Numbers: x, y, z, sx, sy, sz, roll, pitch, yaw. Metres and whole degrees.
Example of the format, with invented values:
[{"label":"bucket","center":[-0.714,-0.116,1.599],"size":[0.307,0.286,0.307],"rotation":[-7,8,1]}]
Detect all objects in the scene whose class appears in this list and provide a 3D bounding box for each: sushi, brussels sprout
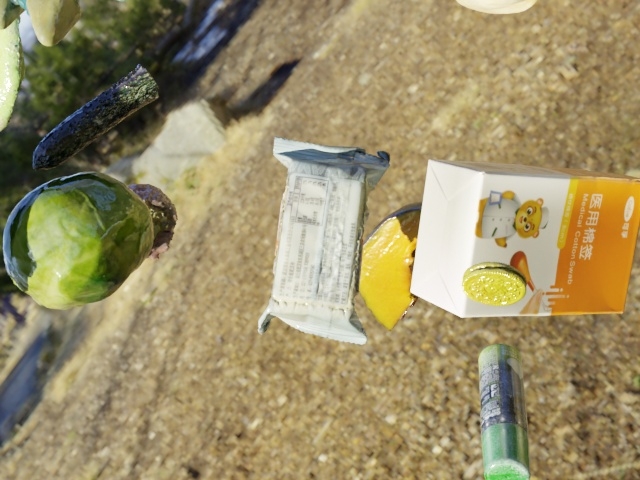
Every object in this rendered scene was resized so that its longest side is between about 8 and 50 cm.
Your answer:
[{"label":"sushi","center":[-0.412,-0.041,1.960],"size":[0.107,0.241,0.161],"rotation":[49,126,52]},{"label":"brussels sprout","center":[-0.407,0.011,1.535],"size":[0.271,0.210,0.219],"rotation":[-45,2,44]}]

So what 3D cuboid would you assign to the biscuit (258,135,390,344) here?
[{"label":"biscuit","center":[0.005,0.000,1.458],"size":[0.079,0.186,0.309],"rotation":[108,168,-82]}]

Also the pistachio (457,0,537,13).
[{"label":"pistachio","center":[0.275,-0.417,1.410],"size":[0.117,0.145,0.200],"rotation":[-42,24,-16]}]

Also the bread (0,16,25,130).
[{"label":"bread","center":[-0.591,-0.325,1.624],"size":[0.301,0.045,0.301],"rotation":[9,102,47]}]

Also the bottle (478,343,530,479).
[{"label":"bottle","center":[0.365,0.347,1.869],"size":[0.093,0.093,0.330],"rotation":[-37,23,28]}]

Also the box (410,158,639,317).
[{"label":"box","center":[0.331,-0.004,1.464],"size":[0.143,0.341,0.225],"rotation":[26,112,60]}]

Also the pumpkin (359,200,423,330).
[{"label":"pumpkin","center":[0.162,0.001,1.727],"size":[0.312,0.148,0.169],"rotation":[-55,5,37]}]

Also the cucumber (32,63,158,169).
[{"label":"cucumber","center":[-0.381,-0.200,1.557],"size":[0.245,0.067,0.067],"rotation":[-36,21,-5]}]

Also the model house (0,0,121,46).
[{"label":"model house","center":[-0.317,-0.353,1.213],"size":[0.194,0.267,0.325],"rotation":[91,-178,-60]}]

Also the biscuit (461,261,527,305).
[{"label":"biscuit","center":[0.226,0.056,1.214],"size":[0.084,0.084,0.023],"rotation":[-27,40,44]}]
